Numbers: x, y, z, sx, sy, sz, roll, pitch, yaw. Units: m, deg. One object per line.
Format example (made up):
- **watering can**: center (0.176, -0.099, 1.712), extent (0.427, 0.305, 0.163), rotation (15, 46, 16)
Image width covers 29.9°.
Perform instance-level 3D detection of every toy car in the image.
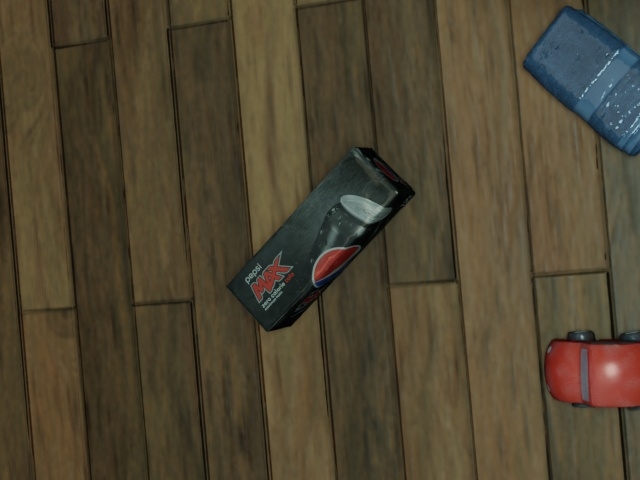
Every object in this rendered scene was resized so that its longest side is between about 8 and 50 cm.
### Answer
- **toy car**: center (0.311, 0.080, 0.900), extent (0.239, 0.053, 0.225), rotation (32, 102, 17)

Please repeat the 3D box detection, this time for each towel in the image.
- **towel**: center (0.222, -0.126, 0.942), extent (0.119, 0.029, 0.067), rotation (43, 105, 14)

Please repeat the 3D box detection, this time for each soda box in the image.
- **soda box**: center (0.000, 0.000, 1.018), extent (0.060, 0.053, 0.169), rotation (46, 107, 14)
